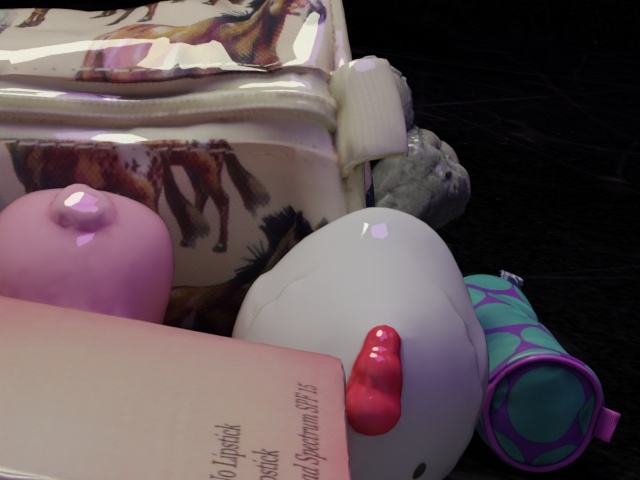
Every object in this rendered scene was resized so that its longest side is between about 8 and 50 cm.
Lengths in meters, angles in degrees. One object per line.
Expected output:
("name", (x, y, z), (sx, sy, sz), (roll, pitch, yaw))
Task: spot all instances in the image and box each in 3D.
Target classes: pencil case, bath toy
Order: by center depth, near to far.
("bath toy", (-0.111, 0.042, 0.633), (0.348, 0.151, 0.129), (7, 7, -3))
("pencil case", (-0.170, -0.032, 0.766), (0.410, 0.160, 0.183), (1, -9, 1))
("pencil case", (0.098, 0.064, 0.933), (0.070, 0.064, 0.152), (18, 12, -12))

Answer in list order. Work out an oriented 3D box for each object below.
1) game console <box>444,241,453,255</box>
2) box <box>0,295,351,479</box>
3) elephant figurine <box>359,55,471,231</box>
("game console", (0.003, 0.036, 1.096), (0.144, 0.085, 0.124), (7, 44, -13))
("box", (-0.114, 0.090, 0.505), (0.232, 0.127, 0.148), (11, 14, -4))
("elephant figurine", (0.000, 0.000, 0.972), (0.169, 0.186, 0.239), (49, -7, 11))
